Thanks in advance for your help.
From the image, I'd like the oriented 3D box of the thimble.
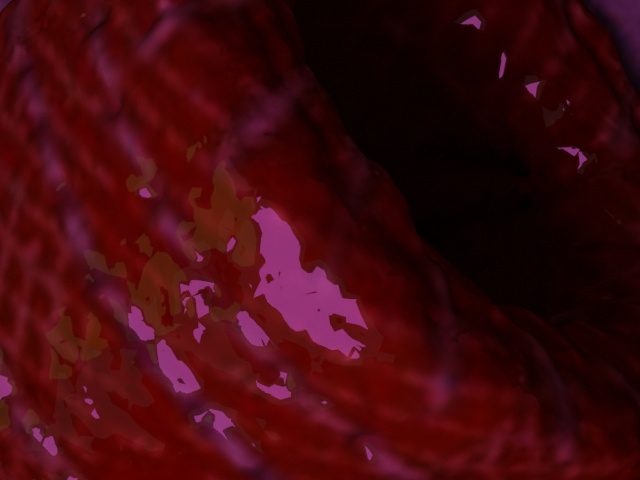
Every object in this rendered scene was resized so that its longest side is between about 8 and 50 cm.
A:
[{"bbox_3d":[0.000,0.000,0.809,0.231,0.350,0.350,-36,98,33],"label":"thimble"}]
